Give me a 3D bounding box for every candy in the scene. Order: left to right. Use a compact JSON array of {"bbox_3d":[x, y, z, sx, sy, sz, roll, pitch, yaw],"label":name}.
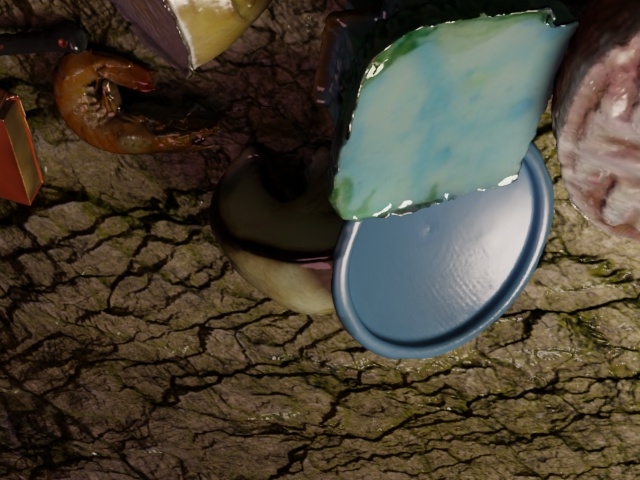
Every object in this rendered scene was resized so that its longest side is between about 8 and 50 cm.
[{"bbox_3d":[0.327,-0.131,1.483,0.214,0.157,0.289,4,139,-4],"label":"candy"}]

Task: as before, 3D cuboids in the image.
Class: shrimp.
[{"bbox_3d":[-0.218,-0.157,1.860,0.249,0.068,0.150,12,139,25],"label":"shrimp"}]

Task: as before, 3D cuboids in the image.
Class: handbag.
[{"bbox_3d":[-0.437,-0.131,2.028,0.127,0.063,0.190,17,148,12],"label":"handbag"}]

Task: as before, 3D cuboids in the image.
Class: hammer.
[{"bbox_3d":[-0.406,-0.231,1.876,0.288,0.033,0.111,-2,111,26],"label":"hammer"}]

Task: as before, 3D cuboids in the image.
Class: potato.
[{"bbox_3d":[-0.123,-0.305,1.505,0.246,0.196,0.300,56,169,-10],"label":"potato"}]

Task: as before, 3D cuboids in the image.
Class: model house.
[{"bbox_3d":[0.078,-0.196,1.494,0.226,0.241,0.261,-12,145,-22],"label":"model house"}]

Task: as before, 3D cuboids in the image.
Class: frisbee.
[{"bbox_3d":[0.128,-0.002,1.714,0.049,0.289,0.289,41,165,47],"label":"frisbee"}]

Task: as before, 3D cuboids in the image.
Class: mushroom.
[{"bbox_3d":[0.000,0.006,1.830,0.267,0.189,0.164,4,137,28],"label":"mushroom"}]
